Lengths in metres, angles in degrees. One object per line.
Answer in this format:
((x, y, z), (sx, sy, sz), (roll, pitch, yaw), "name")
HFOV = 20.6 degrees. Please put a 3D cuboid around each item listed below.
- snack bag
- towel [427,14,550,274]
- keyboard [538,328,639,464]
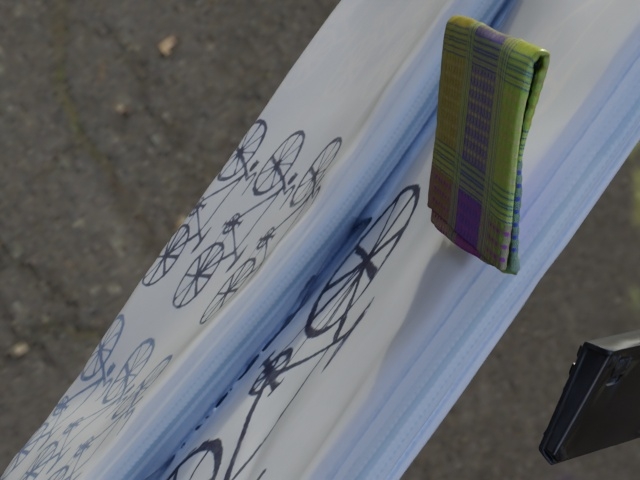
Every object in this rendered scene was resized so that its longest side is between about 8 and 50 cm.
((0.000, 0.000, 0.615), (0.037, 0.342, 0.323), (38, 86, -15), "snack bag")
((0.043, -0.027, 0.463), (0.009, 0.083, 0.060), (4, 100, -10), "towel")
((0.192, 0.062, 0.963), (0.180, 0.108, 0.023), (-8, 41, -47), "keyboard")
